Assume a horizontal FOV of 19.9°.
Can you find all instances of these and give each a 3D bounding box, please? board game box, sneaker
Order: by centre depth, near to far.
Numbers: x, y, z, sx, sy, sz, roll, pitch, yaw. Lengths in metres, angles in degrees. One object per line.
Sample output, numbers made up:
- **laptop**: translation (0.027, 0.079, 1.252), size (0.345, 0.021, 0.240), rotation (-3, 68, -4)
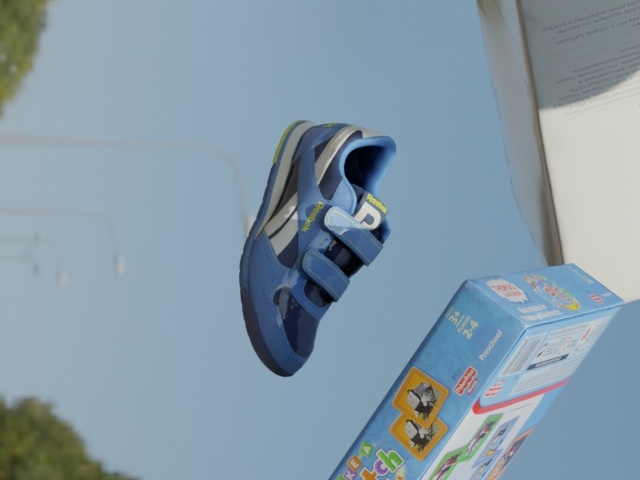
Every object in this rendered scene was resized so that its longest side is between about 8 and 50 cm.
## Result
- **board game box**: translation (0.048, 0.108, 0.842), size (0.211, 0.039, 0.160), rotation (-57, 161, 15)
- **sneaker**: translation (0.000, 0.000, 0.924), size (0.053, 0.059, 0.144), rotation (46, 50, -51)

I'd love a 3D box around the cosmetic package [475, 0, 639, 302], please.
- **cosmetic package**: translation (0.245, -0.146, 1.666), size (0.217, 0.156, 0.385), rotation (-108, -177, -52)
